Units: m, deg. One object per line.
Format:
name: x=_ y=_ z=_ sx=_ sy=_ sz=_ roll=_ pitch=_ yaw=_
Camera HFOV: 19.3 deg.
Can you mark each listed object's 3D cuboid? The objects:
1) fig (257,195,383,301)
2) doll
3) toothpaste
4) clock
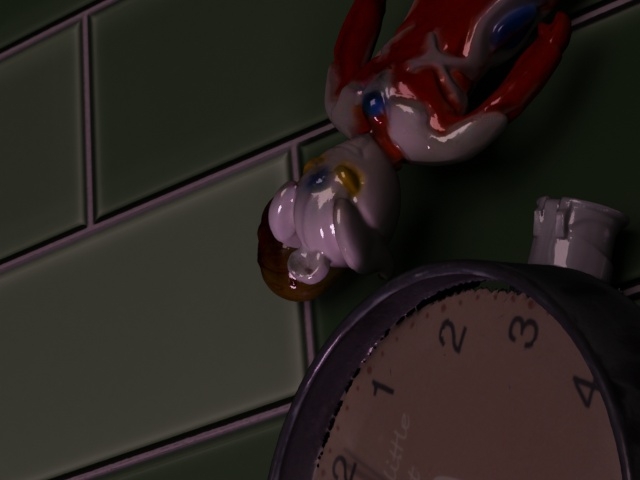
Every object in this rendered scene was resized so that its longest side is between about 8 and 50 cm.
fig: x=0.000 y=0.000 z=1.433 sx=0.098 sy=0.082 sz=0.084 roll=-4 pitch=46 yaw=-4
doll: x=0.084 y=-0.130 z=1.374 sx=0.188 sy=0.099 sz=0.384 roll=19 pitch=74 yaw=41
toothpaste: x=0.144 y=0.121 z=1.264 sx=0.114 sy=0.073 sz=0.299 roll=1 pitch=75 yaw=60
clock: x=0.093 y=0.198 z=1.195 sx=0.386 sy=0.076 sz=0.386 roll=-20 pitch=65 yaw=50
